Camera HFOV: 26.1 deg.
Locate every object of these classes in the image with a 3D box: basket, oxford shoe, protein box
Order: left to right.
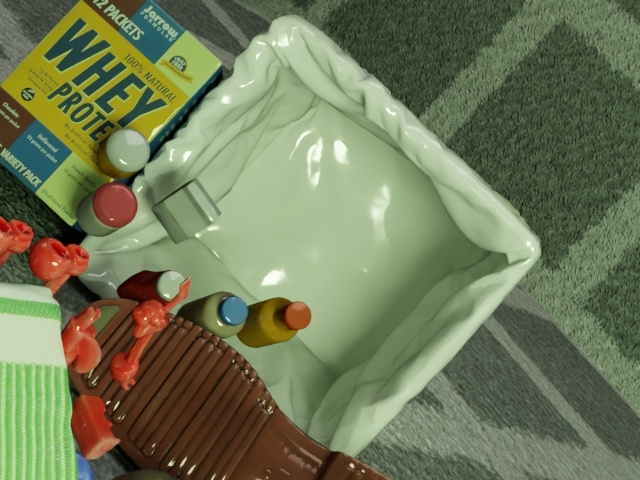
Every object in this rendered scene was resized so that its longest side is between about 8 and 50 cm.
[{"bbox_3d":[-0.208,-0.123,1.324,0.136,0.201,0.200,42,-5,0],"label":"protein box"},{"bbox_3d":[-0.071,0.182,1.147,0.348,0.123,0.130,39,-17,6],"label":"oxford shoe"},{"bbox_3d":[0.000,0.000,1.368,0.328,0.331,0.266,43,12,2],"label":"basket"}]

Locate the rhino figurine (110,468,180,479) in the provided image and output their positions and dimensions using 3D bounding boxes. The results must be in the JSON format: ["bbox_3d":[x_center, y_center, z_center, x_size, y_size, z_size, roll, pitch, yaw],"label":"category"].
[{"bbox_3d":[-0.064,0.241,0.994,0.243,0.073,0.106,36,18,-30],"label":"rhino figurine"}]

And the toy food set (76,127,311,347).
[{"bbox_3d":[-0.116,0.008,1.172,0.232,0.111,0.104,56,-27,-7],"label":"toy food set"}]

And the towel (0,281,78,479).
[{"bbox_3d":[-0.184,0.169,0.627,0.248,0.038,0.325,16,61,-63],"label":"towel"}]

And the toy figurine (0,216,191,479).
[{"bbox_3d":[-0.194,0.125,0.778,0.362,0.191,0.217,22,29,-52],"label":"toy figurine"}]
